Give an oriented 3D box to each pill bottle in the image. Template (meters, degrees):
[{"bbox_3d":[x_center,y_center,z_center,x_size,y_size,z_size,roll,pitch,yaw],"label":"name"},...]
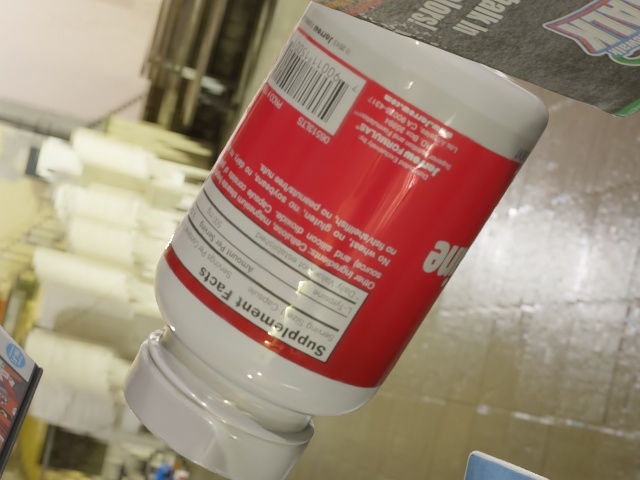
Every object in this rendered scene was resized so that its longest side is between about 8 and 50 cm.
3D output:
[{"bbox_3d":[0.000,0.000,1.163,0.408,0.229,0.229,-58,15,12],"label":"pill bottle"}]

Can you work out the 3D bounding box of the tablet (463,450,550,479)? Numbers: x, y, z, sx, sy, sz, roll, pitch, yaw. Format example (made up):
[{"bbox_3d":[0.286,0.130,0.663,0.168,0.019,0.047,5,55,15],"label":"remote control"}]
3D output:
[{"bbox_3d":[0.084,0.149,0.650,0.054,0.006,0.083,15,95,49],"label":"tablet"}]

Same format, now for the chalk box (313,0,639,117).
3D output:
[{"bbox_3d":[0.060,-0.120,0.295,0.132,0.213,0.132,147,138,-68],"label":"chalk box"}]

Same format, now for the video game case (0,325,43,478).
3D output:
[{"bbox_3d":[-0.345,0.103,1.085,0.035,0.248,0.275,-31,23,18],"label":"video game case"}]
